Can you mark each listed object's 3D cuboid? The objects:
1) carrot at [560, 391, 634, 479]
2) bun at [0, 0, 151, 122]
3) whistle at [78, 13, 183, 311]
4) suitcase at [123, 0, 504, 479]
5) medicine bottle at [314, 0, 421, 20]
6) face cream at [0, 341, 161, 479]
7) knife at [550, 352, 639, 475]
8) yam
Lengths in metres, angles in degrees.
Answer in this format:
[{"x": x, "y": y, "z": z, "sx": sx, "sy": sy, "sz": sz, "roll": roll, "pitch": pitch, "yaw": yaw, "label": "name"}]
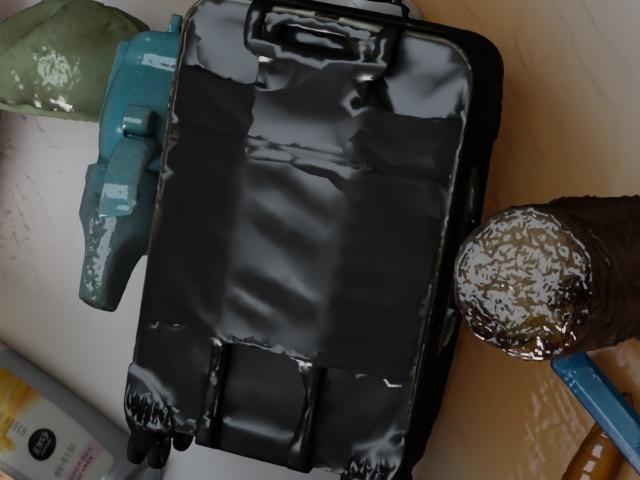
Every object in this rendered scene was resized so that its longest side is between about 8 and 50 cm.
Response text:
[{"x": 0.206, "y": 0.256, "z": 1.356, "sx": 0.066, "sy": 0.062, "sz": 0.271, "roll": -1, "pitch": 77, "yaw": 58, "label": "carrot"}, {"x": -0.233, "y": -0.174, "z": 1.561, "sx": 0.195, "sy": 0.195, "sz": 0.118, "roll": 15, "pitch": 99, "yaw": 28, "label": "bun"}, {"x": -0.161, "y": -0.072, "z": 1.439, "sx": 0.093, "sy": 0.186, "sz": 0.274, "roll": 13, "pitch": 80, "yaw": 8, "label": "whistle"}, {"x": 0.000, "y": 0.000, "z": 1.376, "sx": 0.283, "sy": 0.194, "sz": 0.434, "roll": 12, "pitch": 103, "yaw": 15, "label": "suitcase"}, {"x": -0.022, "y": -0.139, "z": 1.507, "sx": 0.260, "sy": 0.095, "sz": 0.095, "roll": -47, "pitch": 65, "yaw": 15, "label": "medicine bottle"}, {"x": -0.280, "y": 0.189, "z": 1.604, "sx": 0.269, "sy": 0.073, "sz": 0.107, "roll": 29, "pitch": 83, "yaw": 29, "label": "face cream"}, {"x": 0.291, "y": 0.199, "z": 1.319, "sx": 0.044, "sy": 0.026, "sz": 0.296, "roll": -39, "pitch": 74, "yaw": 2, "label": "knife"}, {"x": 0.208, "y": 0.028, "z": 1.272, "sx": 0.131, "sy": 0.279, "sz": 0.131, "roll": 1, "pitch": 93, "yaw": 27, "label": "yam"}]
